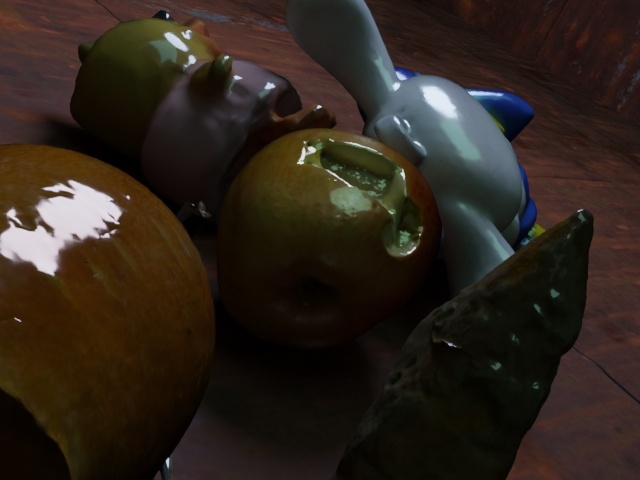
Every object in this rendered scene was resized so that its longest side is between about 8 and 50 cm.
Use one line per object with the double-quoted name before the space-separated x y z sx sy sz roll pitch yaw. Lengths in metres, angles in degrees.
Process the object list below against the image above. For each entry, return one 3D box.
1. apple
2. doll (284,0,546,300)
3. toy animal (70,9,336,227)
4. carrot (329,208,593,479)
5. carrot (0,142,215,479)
"apple" 0.000 0.000 0.767 0.199 0.199 0.199 21 23 -10
"doll" 0.126 -0.067 1.002 0.365 0.187 0.376 8 70 -66
"toy animal" -0.129 -0.124 0.945 0.281 0.195 0.169 40 66 22
"carrot" 0.081 0.097 0.541 0.102 0.263 0.102 29 12 -7
"carrot" -0.150 0.055 0.469 0.214 0.193 0.331 27 23 0
